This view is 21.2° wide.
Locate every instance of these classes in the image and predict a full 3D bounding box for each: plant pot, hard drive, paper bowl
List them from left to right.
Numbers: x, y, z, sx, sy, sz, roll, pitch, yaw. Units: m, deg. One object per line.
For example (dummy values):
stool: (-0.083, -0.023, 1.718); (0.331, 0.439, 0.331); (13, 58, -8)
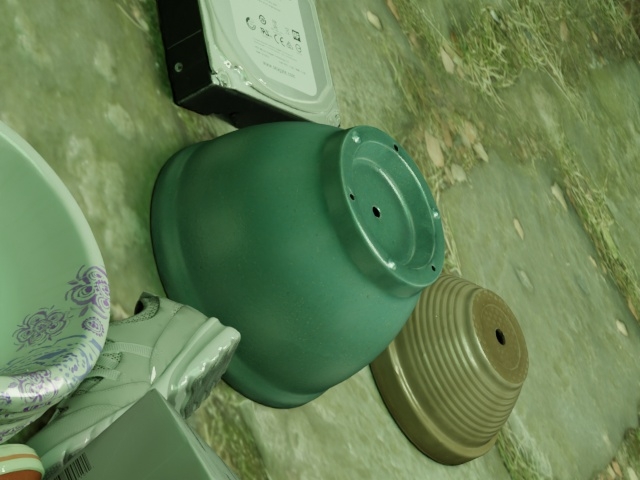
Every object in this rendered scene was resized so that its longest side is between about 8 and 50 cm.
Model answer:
paper bowl: (-0.306, 0.028, 1.252); (0.284, 0.148, 0.284); (35, 35, -29)
hard drive: (-0.092, -0.282, 1.917); (0.237, 0.064, 0.339); (19, 52, -51)
plant pot: (0.000, 0.000, 1.721); (0.293, 0.196, 0.293); (35, 42, -39)
plant pot: (0.163, 0.129, 1.962); (0.237, 0.110, 0.237); (37, 41, -40)

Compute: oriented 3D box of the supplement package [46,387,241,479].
supplement package: (-0.097, 0.293, 1.286); (0.262, 0.199, 0.198); (50, -4, -23)

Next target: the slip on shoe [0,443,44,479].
slip on shoe: (-0.299, 0.239, 1.155); (0.101, 0.123, 0.331); (53, 37, 0)

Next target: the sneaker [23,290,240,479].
sneaker: (-0.186, 0.135, 1.466); (0.115, 0.105, 0.281); (33, 33, 13)
